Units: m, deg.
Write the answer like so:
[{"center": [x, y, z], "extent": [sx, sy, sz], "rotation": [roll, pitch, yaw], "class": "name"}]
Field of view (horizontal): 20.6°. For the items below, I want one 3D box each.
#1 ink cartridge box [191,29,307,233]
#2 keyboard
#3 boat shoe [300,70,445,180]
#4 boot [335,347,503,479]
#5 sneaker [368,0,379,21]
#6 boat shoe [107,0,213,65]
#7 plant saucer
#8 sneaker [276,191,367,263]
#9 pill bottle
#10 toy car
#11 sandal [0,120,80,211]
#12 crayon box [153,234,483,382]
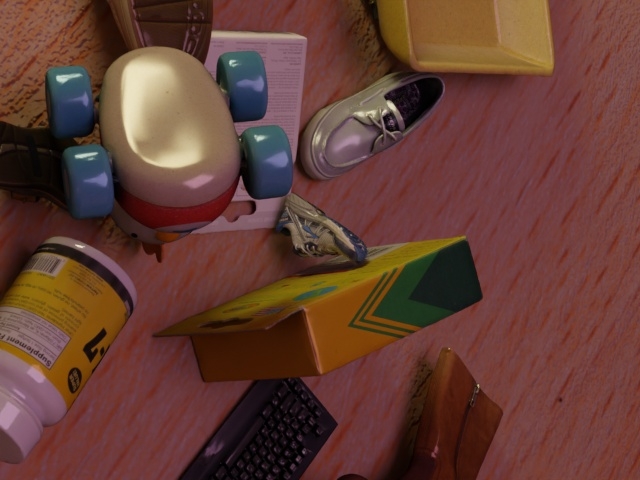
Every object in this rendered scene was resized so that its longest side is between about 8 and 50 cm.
[{"center": [-0.105, -0.125, 1.993], "extent": [0.181, 0.056, 0.225], "rotation": [-4, 106, -42], "class": "ink cartridge box"}, {"center": [-0.073, 0.308, 1.969], "extent": [0.201, 0.033, 0.317], "rotation": [54, 54, -23], "class": "keyboard"}, {"center": [0.067, -0.146, 2.114], "extent": [0.227, 0.081, 0.079], "rotation": [-38, 110, -38], "class": "boat shoe"}, {"center": [0.123, 0.254, 2.091], "extent": [0.264, 0.096, 0.280], "rotation": [45, 57, -38], "class": "boot"}, {"center": [0.061, -0.310, 2.169], "extent": [0.035, 0.031, 0.083], "rotation": [-7, 90, -23], "class": "sneaker"}, {"center": [-0.197, -0.304, 1.881], "extent": [0.109, 0.098, 0.302], "rotation": [-14, 90, -37], "class": "boat shoe"}, {"center": [0.161, -0.366, 2.204], "extent": [0.332, 0.081, 0.333], "rotation": [-5, 88, -52], "class": "plant saucer"}, {"center": [0.000, 0.000, 2.006], "extent": [0.052, 0.135, 0.058], "rotation": [31, 93, -48], "class": "sneaker"}, {"center": [-0.280, 0.109, 1.746], "extent": [0.119, 0.119, 0.208], "rotation": [48, 57, -27], "class": "pill bottle"}, {"center": [-0.161, -0.054, 1.810], "extent": [0.219, 0.238, 0.210], "rotation": [-7, 51, -14], "class": "toy car"}, {"center": [-0.299, -0.068, 1.783], "extent": [0.219, 0.060, 0.090], "rotation": [9, 64, -60], "class": "sandal"}, {"center": [0.000, 0.084, 1.948], "extent": [0.318, 0.202, 0.081], "rotation": [-21, 99, -40], "class": "crayon box"}]
